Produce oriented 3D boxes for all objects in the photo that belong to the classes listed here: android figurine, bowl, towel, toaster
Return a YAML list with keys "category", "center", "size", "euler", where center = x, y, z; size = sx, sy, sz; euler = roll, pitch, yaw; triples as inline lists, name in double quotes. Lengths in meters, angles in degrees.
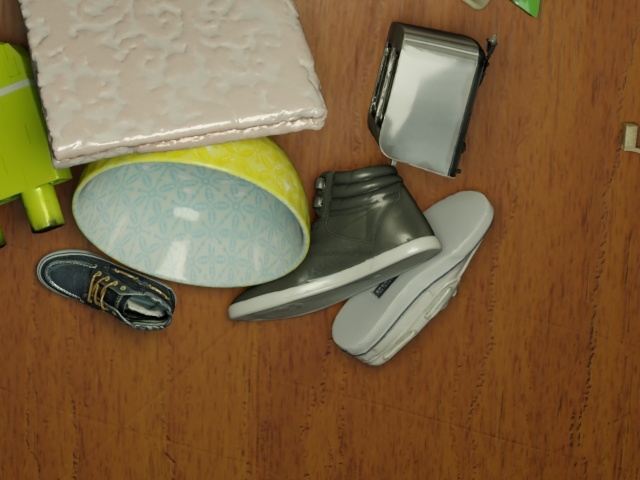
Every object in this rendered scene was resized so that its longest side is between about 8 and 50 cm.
- category: "android figurine"
  center: [-0.402, -0.129, 1.861]
  size: [0.248, 0.056, 0.273]
  euler: [-20, 85, 16]
- category: "bowl"
  center: [-0.146, -0.079, 1.865]
  size: [0.289, 0.289, 0.156]
  euler: [13, 60, -8]
- category: "towel"
  center: [-0.179, -0.241, 1.771]
  size: [0.317, 0.053, 0.332]
  euler: [-11, 60, -9]
- category: "toaster"
  center: [0.130, -0.181, 1.874]
  size: [0.110, 0.168, 0.186]
  euler: [12, 103, -7]

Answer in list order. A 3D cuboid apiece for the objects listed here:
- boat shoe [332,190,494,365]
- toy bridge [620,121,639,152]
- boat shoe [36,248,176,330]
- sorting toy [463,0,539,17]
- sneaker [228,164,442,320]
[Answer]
- category: "boat shoe"
  center: [0.133, 0.054, 1.976]
  size: [0.267, 0.096, 0.088]
  euler: [-50, 131, 2]
- category: "toy bridge"
  center: [0.482, -0.119, 1.996]
  size: [0.188, 0.026, 0.063]
  euler: [2, 106, -6]
- category: "boat shoe"
  center: [-0.269, 0.061, 1.941]
  size: [0.183, 0.083, 0.065]
  euler: [16, 102, -9]
- category: "sorting toy"
  center: [0.182, -0.409, 1.886]
  size: [0.347, 0.047, 0.196]
  euler: [33, 99, -12]
- category: "sneaker"
  center: [0.000, 0.000, 1.953]
  size: [0.295, 0.104, 0.147]
  euler: [-24, 75, 20]
